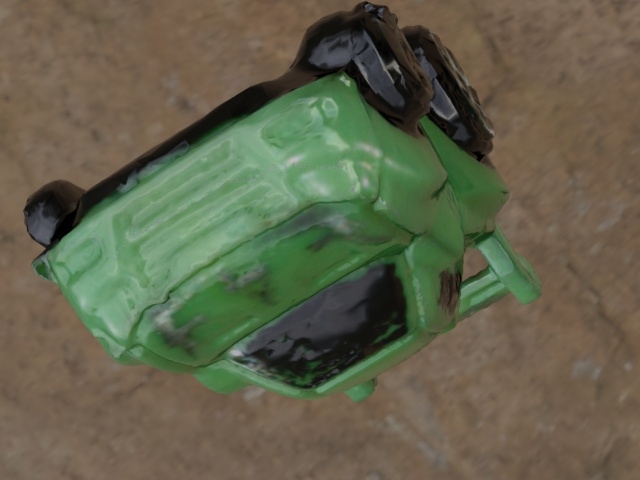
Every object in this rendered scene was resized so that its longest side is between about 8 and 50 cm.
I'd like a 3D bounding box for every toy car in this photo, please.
[{"bbox_3d":[0.000,0.000,0.984,0.213,0.358,0.176,-30,85,12],"label":"toy car"}]
